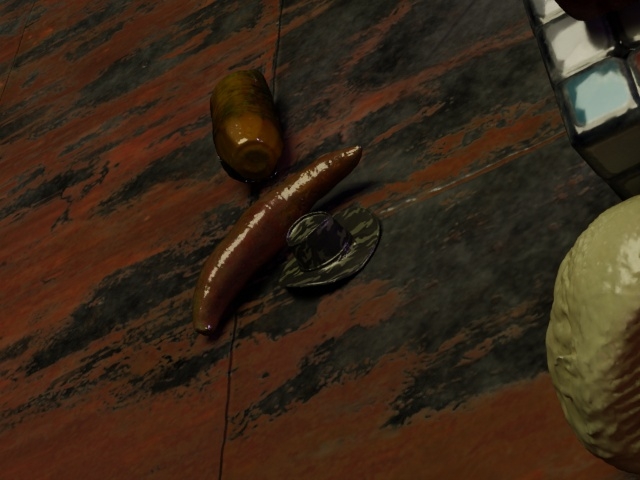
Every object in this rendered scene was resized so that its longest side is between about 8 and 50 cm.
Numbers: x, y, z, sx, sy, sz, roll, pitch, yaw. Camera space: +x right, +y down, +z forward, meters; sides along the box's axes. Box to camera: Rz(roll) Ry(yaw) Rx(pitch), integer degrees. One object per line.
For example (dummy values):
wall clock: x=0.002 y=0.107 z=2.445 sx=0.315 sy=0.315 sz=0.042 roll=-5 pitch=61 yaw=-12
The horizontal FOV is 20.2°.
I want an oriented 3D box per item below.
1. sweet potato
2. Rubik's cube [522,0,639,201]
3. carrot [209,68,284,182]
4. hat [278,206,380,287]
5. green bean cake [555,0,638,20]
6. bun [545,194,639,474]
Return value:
sweet potato: x=-0.056 y=-0.010 z=1.872 sx=0.255 sy=0.058 sz=0.078 roll=-47 pitch=21 yaw=-5
Rubik's cube: x=0.337 y=-0.177 z=1.383 sx=0.292 sy=0.287 sz=0.293 roll=-29 pitch=52 yaw=19
carrot: x=-0.086 y=-0.133 z=2.044 sx=0.082 sy=0.082 sz=0.173 roll=-34 pitch=35 yaw=11
hat: x=0.000 y=0.000 z=1.813 sx=0.121 sy=0.050 sz=0.121 roll=-26 pitch=32 yaw=18
green bean cake: x=0.218 y=-0.233 z=1.268 sx=0.135 sy=0.056 sz=0.136 roll=-23 pitch=55 yaw=25
bun: x=0.273 y=0.060 z=1.309 sx=0.244 sy=0.244 sz=0.153 roll=-36 pitch=26 yaw=7
